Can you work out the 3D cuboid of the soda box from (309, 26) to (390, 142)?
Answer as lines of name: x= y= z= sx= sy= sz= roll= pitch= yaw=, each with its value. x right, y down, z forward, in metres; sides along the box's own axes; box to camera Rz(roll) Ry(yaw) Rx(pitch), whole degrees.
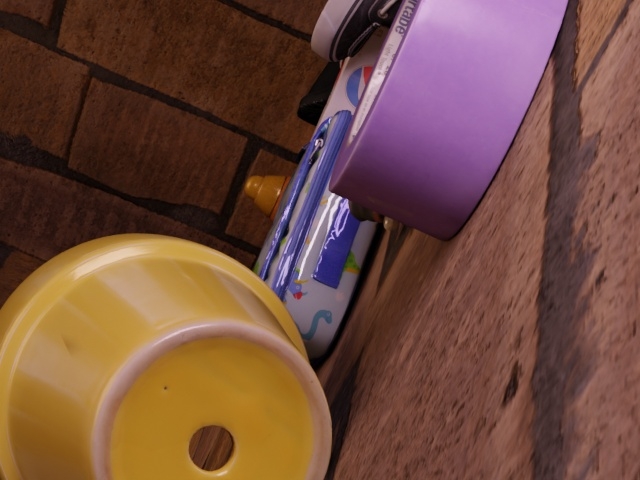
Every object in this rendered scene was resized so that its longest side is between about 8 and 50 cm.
soda box: x=0.040 y=-0.143 z=1.627 sx=0.069 sy=0.073 sz=0.216 roll=-94 pitch=27 yaw=-82

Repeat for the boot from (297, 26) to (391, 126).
boot: x=0.061 y=-0.258 z=1.832 sx=0.246 sy=0.094 sz=0.207 roll=147 pitch=143 yaw=-71

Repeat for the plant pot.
plant pot: x=-0.108 y=0.127 z=1.019 sx=0.254 sy=0.254 sz=0.239 roll=-67 pitch=20 yaw=-4

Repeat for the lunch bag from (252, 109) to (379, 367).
lunch bag: x=0.000 y=0.000 z=1.272 sx=0.176 sy=0.090 sz=0.219 roll=134 pitch=159 yaw=-71

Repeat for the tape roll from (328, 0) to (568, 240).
tape roll: x=0.077 y=-0.101 z=0.865 sx=0.189 sy=0.080 sz=0.189 roll=-156 pitch=90 yaw=-86

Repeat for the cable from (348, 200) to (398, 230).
cable: x=0.091 y=-0.110 z=1.122 sx=0.287 sy=0.072 sz=0.140 roll=-53 pitch=-25 yaw=-48

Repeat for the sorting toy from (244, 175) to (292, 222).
sorting toy: x=-0.070 y=0.056 z=1.595 sx=0.127 sy=0.126 sz=0.366 roll=-73 pitch=8 yaw=-57

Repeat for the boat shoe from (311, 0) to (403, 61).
boat shoe: x=0.089 y=-0.265 z=1.446 sx=0.108 sy=0.102 sz=0.301 roll=-49 pitch=-1 yaw=-42
